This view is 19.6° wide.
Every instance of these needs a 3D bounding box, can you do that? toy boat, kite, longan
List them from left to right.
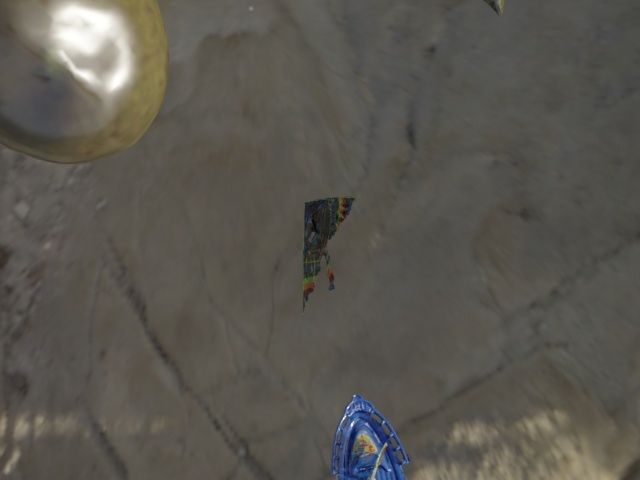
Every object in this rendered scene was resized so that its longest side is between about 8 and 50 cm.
[{"bbox_3d":[-0.253,-0.186,1.644,0.246,0.246,0.215,22,94,-5],"label":"longan"},{"bbox_3d":[0.000,0.000,1.399,0.004,0.090,0.122,4,136,-25],"label":"kite"},{"bbox_3d":[0.055,0.237,1.892,0.091,0.110,0.175,-7,71,-11],"label":"toy boat"}]

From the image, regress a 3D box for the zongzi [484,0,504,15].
[{"bbox_3d":[0.005,-0.332,1.171,0.160,0.323,0.361,-28,72,14],"label":"zongzi"}]
